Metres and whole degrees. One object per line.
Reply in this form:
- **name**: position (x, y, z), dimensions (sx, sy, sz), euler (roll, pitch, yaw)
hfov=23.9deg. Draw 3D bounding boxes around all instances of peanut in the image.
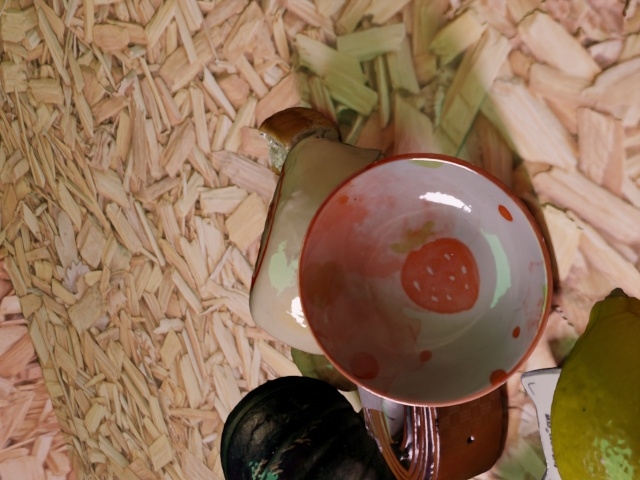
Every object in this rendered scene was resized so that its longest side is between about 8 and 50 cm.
- **peanut**: position (0.013, 0.154, 1.978), dimensions (0.187, 0.082, 0.082), euler (-3, 105, 68)

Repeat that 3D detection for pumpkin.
- **pumpkin**: position (0.001, 0.272, 1.866), dimensions (0.250, 0.216, 0.250), euler (50, 179, 2)

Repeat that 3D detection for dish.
- **dish**: position (0.112, 0.035, 1.558), dimensions (0.085, 0.260, 0.260), euler (-34, -72, -73)

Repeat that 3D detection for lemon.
- **lemon**: position (0.281, 0.159, 1.262), dimensions (0.248, 0.184, 0.184), euler (65, 156, 18)

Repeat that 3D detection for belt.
- **belt**: position (0.119, 0.159, 1.713), dimensions (0.184, 0.105, 0.261), euler (42, 144, 52)

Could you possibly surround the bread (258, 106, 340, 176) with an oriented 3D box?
- **bread**: position (-0.025, -0.120, 1.848), dimensions (0.070, 0.083, 0.077), euler (16, 122, 58)

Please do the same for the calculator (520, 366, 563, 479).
- **calculator**: position (0.292, 0.209, 1.451), dimensions (0.268, 0.040, 0.177), euler (16, 122, 61)

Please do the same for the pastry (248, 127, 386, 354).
- **pastry**: position (-0.001, 0.002, 1.722), dimensions (0.265, 0.133, 0.265), euler (-166, 90, -88)
